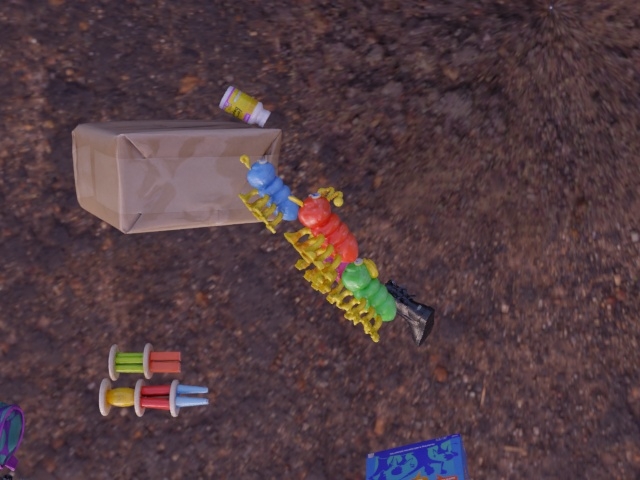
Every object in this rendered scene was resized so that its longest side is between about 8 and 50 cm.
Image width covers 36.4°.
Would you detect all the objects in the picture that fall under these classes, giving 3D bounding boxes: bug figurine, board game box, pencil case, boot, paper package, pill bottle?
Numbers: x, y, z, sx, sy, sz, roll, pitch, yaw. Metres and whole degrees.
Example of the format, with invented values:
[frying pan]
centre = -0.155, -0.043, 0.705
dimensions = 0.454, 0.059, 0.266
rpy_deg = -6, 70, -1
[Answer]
[bug figurine]
centre = 0.000, 0.000, 1.146
dimensions = 0.072, 0.279, 0.216
rpy_deg = -40, 116, -6
[board game box]
centre = 0.149, 0.392, 1.491
dimensions = 0.160, 0.210, 0.047
rpy_deg = -16, 114, 10
[pencil case]
centre = -0.373, 0.185, 0.956
dimensions = 0.152, 0.064, 0.070
rpy_deg = 7, 110, 3
[boot]
centre = 0.147, 0.125, 1.692
dimensions = 0.099, 0.045, 0.121
rpy_deg = 32, 153, 19
[paper package]
centre = -0.261, -0.129, 1.765
dimensions = 0.309, 0.325, 0.168
rpy_deg = -6, 102, -25
[pill bottle]
centre = -0.129, -0.228, 1.676
dimensions = 0.083, 0.043, 0.043
rpy_deg = 29, 108, -4

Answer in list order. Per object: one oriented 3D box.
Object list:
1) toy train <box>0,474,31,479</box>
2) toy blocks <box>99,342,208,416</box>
[toy train]
centre = -0.530, 0.581, 1.955
dimensions = 0.334, 0.142, 0.190
rpy_deg = 12, 105, 10
[toy blocks]
centre = -0.230, 0.198, 1.392
dimensions = 0.148, 0.123, 0.054
rpy_deg = 0, 128, 2
